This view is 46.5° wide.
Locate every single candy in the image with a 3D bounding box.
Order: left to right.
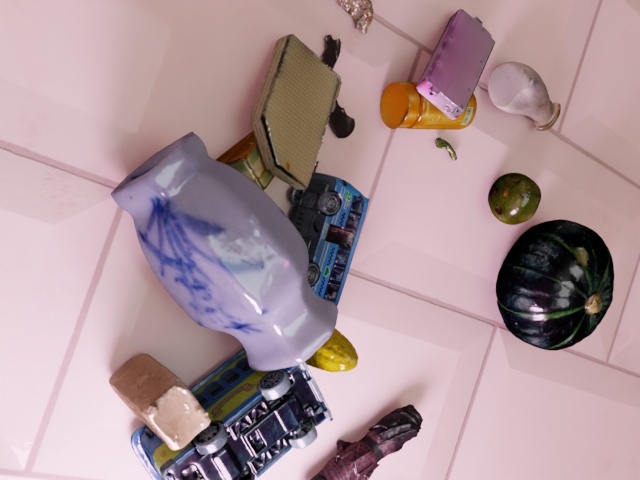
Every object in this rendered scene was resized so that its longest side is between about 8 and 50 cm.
[{"bbox_3d":[-0.005,0.198,1.415,0.106,0.199,0.094,29,86,-43],"label":"candy"}]

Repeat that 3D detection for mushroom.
[{"bbox_3d":[0.477,-0.336,1.728,0.225,0.093,0.116,13,106,-45],"label":"mushroom"}]

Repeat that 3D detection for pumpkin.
[{"bbox_3d":[0.569,0.111,1.773,0.315,0.238,0.315,-11,109,-34],"label":"pumpkin"}]

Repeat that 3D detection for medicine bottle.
[{"bbox_3d":[0.227,-0.279,1.553,0.192,0.096,0.096,-6,101,-34],"label":"medicine bottle"}]

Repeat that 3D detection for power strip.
[{"bbox_3d":[0.284,-0.369,1.543,0.109,0.037,0.278,37,55,-13],"label":"power strip"}]

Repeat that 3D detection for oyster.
[{"bbox_3d":[0.070,-0.450,1.451,0.083,0.038,0.080,5,97,-36],"label":"oyster"}]

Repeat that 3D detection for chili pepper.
[{"bbox_3d":[0.276,-0.207,1.645,0.083,0.022,0.027,33,78,-38],"label":"chili pepper"}]

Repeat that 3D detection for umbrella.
[{"bbox_3d":[0.091,0.463,1.592,0.326,0.090,0.094,-32,118,-26],"label":"umbrella"}]

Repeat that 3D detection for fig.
[{"bbox_3d":[0.463,-0.091,1.740,0.156,0.123,0.123,16,89,-47],"label":"fig"}]

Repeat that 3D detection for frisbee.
[{"bbox_3d":[0.005,-0.307,1.447,0.211,0.012,0.187,23,84,-35],"label":"frisbee"}]

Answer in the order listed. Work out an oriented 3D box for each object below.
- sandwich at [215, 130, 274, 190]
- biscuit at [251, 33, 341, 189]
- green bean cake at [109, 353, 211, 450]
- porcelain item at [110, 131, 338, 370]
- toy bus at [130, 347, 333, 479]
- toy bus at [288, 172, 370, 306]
[{"bbox_3d":[-0.139,-0.146,1.372,0.079,0.114,0.163,59,31,-26],"label":"sandwich"},{"bbox_3d":[-0.050,-0.230,1.349,0.150,0.052,0.252,32,62,-37],"label":"biscuit"},{"bbox_3d":[-0.271,0.267,1.251,0.085,0.179,0.109,-42,118,-21],"label":"green bean cake"},{"bbox_3d":[-0.155,0.025,1.257,0.405,0.243,0.178,54,48,-17],"label":"porcelain item"},{"bbox_3d":[-0.156,0.335,1.335,0.312,0.190,0.152,-36,117,-25],"label":"toy bus"},{"bbox_3d":[0.000,0.000,1.433,0.134,0.114,0.246,17,90,-40],"label":"toy bus"}]
